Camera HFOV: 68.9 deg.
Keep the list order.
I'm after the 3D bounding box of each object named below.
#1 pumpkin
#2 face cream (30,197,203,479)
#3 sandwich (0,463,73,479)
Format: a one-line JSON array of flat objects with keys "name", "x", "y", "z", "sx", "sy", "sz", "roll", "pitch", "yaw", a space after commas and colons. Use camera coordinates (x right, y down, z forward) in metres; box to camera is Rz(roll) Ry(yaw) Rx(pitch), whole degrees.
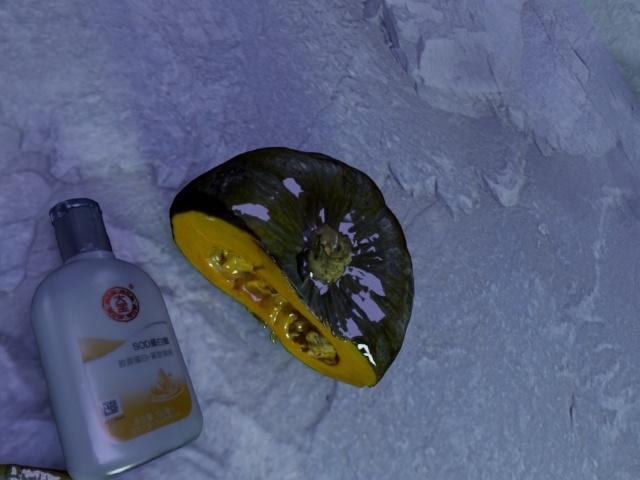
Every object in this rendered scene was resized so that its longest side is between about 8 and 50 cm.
[{"name": "pumpkin", "x": 0.000, "y": 0.000, "z": 0.585, "sx": 0.325, "sy": 0.242, "sz": 0.232, "roll": 44, "pitch": 63, "yaw": -15}, {"name": "face cream", "x": -0.225, "y": 0.091, "z": 0.497, "sx": 0.144, "sy": 0.071, "sz": 0.291, "roll": 1, "pitch": 59, "yaw": -53}, {"name": "sandwich", "x": -0.292, "y": 0.238, "z": 0.396, "sx": 0.244, "sy": 0.088, "sz": 0.090, "roll": 21, "pitch": 57, "yaw": -23}]
